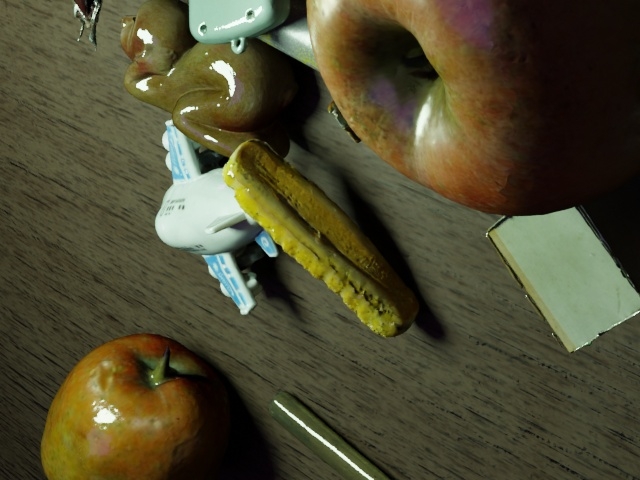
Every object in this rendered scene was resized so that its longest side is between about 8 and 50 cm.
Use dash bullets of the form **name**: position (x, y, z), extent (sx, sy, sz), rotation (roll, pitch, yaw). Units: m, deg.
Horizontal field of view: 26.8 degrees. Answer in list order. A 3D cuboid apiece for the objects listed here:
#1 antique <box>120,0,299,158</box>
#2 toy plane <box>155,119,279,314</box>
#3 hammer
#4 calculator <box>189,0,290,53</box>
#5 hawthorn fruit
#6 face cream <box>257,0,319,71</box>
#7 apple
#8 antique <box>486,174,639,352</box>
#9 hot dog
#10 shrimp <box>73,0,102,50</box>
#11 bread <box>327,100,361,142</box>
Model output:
- **antique**: position (-0.138, -0.208, 1.619), extent (0.257, 0.121, 0.143), rotation (35, 134, 30)
- **toy plane**: position (-0.134, -0.034, 1.706), extent (0.267, 0.122, 0.267), rotation (46, 149, 38)
- **hammer**: position (0.094, 0.327, 1.722), extent (0.440, 0.044, 0.168), rotation (36, 133, 32)
- **calculator**: position (-0.093, -0.327, 1.484), extent (0.141, 0.045, 0.246), rotation (-9, 80, 42)
- **hawthorn fruit**: position (-0.255, 0.261, 1.913), extent (0.268, 0.267, 0.301), rotation (46, 138, 22)
- **face cream**: position (-0.005, -0.230, 1.486), extent (0.283, 0.073, 0.073), rotation (33, 133, 34)
- **apple**: position (0.165, -0.203, 1.091), extent (0.338, 0.305, 0.338), rotation (36, 149, 27)
- **antique**: position (0.263, 0.003, 1.243), extent (0.147, 0.152, 0.148), rotation (58, 145, 8)
- **hot dog**: position (-0.001, 0.001, 1.561), extent (0.289, 0.083, 0.068), rotation (46, 150, -5)
- **shrimp**: position (-0.270, -0.444, 1.603), extent (0.221, 0.166, 0.411), rotation (16, 125, 31)
- **bread**: position (0.045, -0.145, 1.495), extent (0.062, 0.109, 0.043), rotation (-40, 81, 8)
